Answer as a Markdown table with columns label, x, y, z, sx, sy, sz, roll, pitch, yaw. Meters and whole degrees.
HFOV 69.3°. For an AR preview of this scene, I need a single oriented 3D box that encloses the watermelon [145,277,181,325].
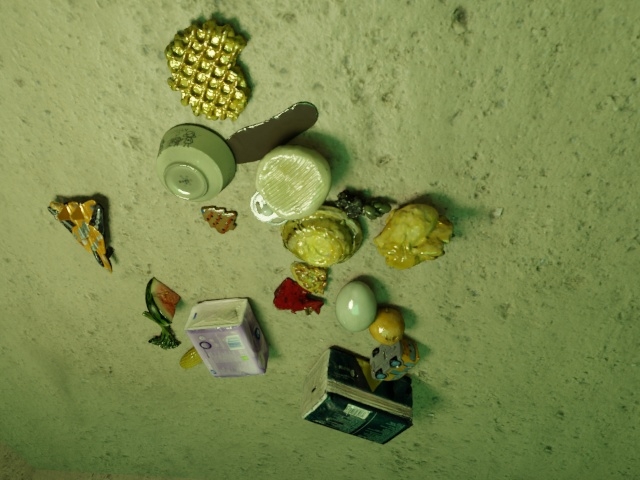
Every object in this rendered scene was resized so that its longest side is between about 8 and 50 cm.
| label | x | y | z | sx | sy | sz | roll | pitch | yaw |
| --- | --- | --- | --- | --- | --- | --- | --- | --- | --- |
| watermelon | -0.624 | 0.260 | 1.793 | 0.137 | 0.145 | 0.193 | 2 | 132 | -1 |

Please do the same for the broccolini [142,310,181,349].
| label | x | y | z | sx | sy | sz | roll | pitch | yaw |
| --- | --- | --- | --- | --- | --- | --- | --- | --- | --- |
| broccolini | -0.701 | 0.379 | 1.961 | 0.123 | 0.062 | 0.271 | -15 | 134 | 1 |

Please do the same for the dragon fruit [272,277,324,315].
| label | x | y | z | sx | sy | sz | roll | pitch | yaw |
| --- | --- | --- | --- | --- | --- | --- | --- | --- | --- |
| dragon fruit | -0.080 | 0.217 | 1.744 | 0.192 | 0.122 | 0.092 | 15 | 171 | -10 |

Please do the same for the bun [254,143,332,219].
| label | x | y | z | sx | sy | sz | roll | pitch | yaw |
| --- | --- | --- | --- | --- | --- | --- | --- | --- | --- |
| bun | -0.073 | -0.178 | 1.328 | 0.231 | 0.133 | 0.231 | 6 | 115 | 12 |

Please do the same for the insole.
| label | x | y | z | sx | sy | sz | roll | pitch | yaw |
| --- | --- | --- | --- | --- | --- | --- | --- | --- | --- |
| insole | -0.149 | -0.300 | 1.326 | 0.327 | 0.007 | 0.111 | -22 | 126 | 25 |

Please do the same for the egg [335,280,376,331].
| label | x | y | z | sx | sy | sz | roll | pitch | yaw |
| --- | --- | --- | --- | --- | --- | --- | --- | --- | --- |
| egg | 0.126 | 0.234 | 1.657 | 0.151 | 0.151 | 0.209 | 2 | 129 | 7 |

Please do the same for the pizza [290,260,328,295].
| label | x | y | z | sx | sy | sz | roll | pitch | yaw |
| --- | --- | --- | --- | --- | --- | --- | --- | --- | --- |
| pizza | -0.030 | 0.130 | 1.658 | 0.175 | 0.046 | 0.134 | 36 | 126 | -22 |

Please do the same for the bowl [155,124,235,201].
| label | x | y | z | sx | sy | sz | roll | pitch | yaw |
| --- | --- | --- | --- | --- | --- | --- | --- | --- | --- |
| bowl | -0.377 | -0.205 | 1.360 | 0.237 | 0.126 | 0.238 | 4 | 132 | 4 |

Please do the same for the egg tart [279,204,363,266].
| label | x | y | z | sx | sy | sz | roll | pitch | yaw |
| --- | --- | --- | --- | --- | --- | --- | --- | --- | --- |
| egg tart | 0.000 | 0.000 | 1.509 | 0.278 | 0.095 | 0.279 | 4 | 133 | 5 |

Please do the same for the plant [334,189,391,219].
| label | x | y | z | sx | sy | sz | roll | pitch | yaw |
| --- | --- | --- | --- | --- | --- | --- | --- | --- | --- |
| plant | 0.128 | -0.104 | 1.414 | 0.174 | 0.087 | 0.085 | 12 | 167 | -7 |

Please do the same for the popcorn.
| label | x | y | z | sx | sy | sz | roll | pitch | yaw |
| --- | --- | --- | --- | --- | --- | --- | --- | --- | --- |
| popcorn | 0.275 | -0.015 | 1.403 | 0.253 | 0.191 | 0.190 | -16 | 96 | 17 |

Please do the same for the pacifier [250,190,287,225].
| label | x | y | z | sx | sy | sz | roll | pitch | yaw |
| --- | --- | --- | --- | --- | --- | --- | --- | --- | --- |
| pacifier | -0.151 | -0.097 | 1.427 | 0.150 | 0.116 | 0.127 | -3 | 110 | 12 |

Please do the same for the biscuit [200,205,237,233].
| label | x | y | z | sx | sy | sz | roll | pitch | yaw |
| --- | --- | --- | --- | --- | --- | --- | --- | --- | --- |
| biscuit | -0.342 | -0.072 | 1.544 | 0.130 | 0.019 | 0.119 | 29 | 128 | -16 |

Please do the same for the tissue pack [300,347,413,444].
| label | x | y | z | sx | sy | sz | roll | pitch | yaw |
| --- | --- | --- | --- | --- | --- | --- | --- | --- | --- |
| tissue pack | 0.158 | 0.665 | 1.959 | 0.416 | 0.253 | 0.264 | 23 | 129 | -12 |

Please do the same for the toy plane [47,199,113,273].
| label | x | y | z | sx | sy | sz | roll | pitch | yaw |
| --- | --- | --- | --- | --- | --- | --- | --- | --- | --- |
| toy plane | -0.788 | -0.011 | 1.615 | 0.204 | 0.103 | 0.316 | -1 | 138 | 12 |

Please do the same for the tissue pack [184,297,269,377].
| label | x | y | z | sx | sy | sz | roll | pitch | yaw |
| --- | --- | --- | --- | --- | --- | --- | --- | --- | --- |
| tissue pack | -0.364 | 0.401 | 1.868 | 0.242 | 0.160 | 0.338 | -5 | 131 | 11 |

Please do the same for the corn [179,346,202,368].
| label | x | y | z | sx | sy | sz | roll | pitch | yaw |
| --- | --- | --- | --- | --- | --- | --- | --- | --- | --- |
| corn | -0.544 | 0.504 | 2.040 | 0.080 | 0.080 | 0.231 | 35 | 129 | -21 |

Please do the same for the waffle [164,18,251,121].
| label | x | y | z | sx | sy | sz | roll | pitch | yaw |
| --- | --- | --- | --- | --- | --- | --- | --- | --- | --- |
| waffle | -0.277 | -0.428 | 1.201 | 0.249 | 0.056 | 0.253 | -20 | 124 | 24 |

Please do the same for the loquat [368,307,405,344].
| label | x | y | z | sx | sy | sz | roll | pitch | yaw |
| --- | --- | --- | --- | --- | --- | --- | --- | --- | --- |
| loquat | 0.246 | 0.318 | 1.725 | 0.141 | 0.141 | 0.141 | 4 | 131 | 5 |

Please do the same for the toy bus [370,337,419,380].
| label | x | y | z | sx | sy | sz | roll | pitch | yaw |
| --- | --- | --- | --- | --- | --- | --- | --- | --- | --- |
| toy bus | 0.302 | 0.479 | 1.867 | 0.136 | 0.126 | 0.209 | 19 | 131 | -20 |
